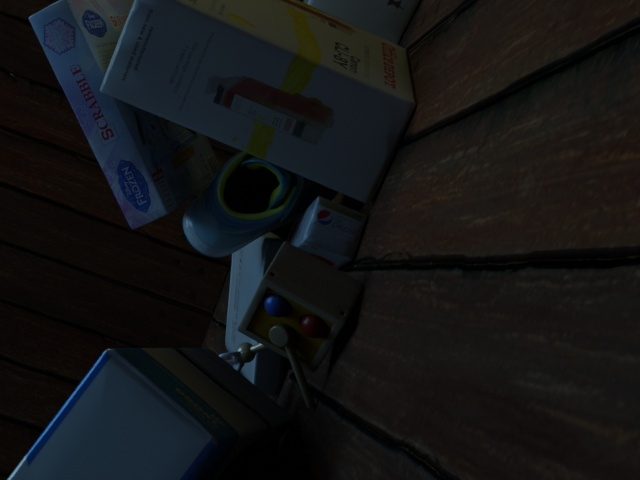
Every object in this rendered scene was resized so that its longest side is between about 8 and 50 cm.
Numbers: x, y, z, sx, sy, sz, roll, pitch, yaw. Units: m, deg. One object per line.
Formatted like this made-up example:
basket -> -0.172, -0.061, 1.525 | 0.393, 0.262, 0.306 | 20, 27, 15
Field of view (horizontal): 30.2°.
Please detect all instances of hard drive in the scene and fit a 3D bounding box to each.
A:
hard drive -> -0.105, 0.100, 1.934 | 0.353, 0.047, 0.233 | -153, 68, -77

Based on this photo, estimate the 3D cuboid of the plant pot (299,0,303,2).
plant pot -> -0.020, -0.391, 2.434 | 0.205, 0.205, 0.188 | -111, 27, -79

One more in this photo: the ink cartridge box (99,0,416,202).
ink cartridge box -> -0.074, -0.236, 1.629 | 0.279, 0.384, 0.160 | -86, 21, -65

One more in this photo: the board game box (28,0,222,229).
board game box -> -0.270, -0.200, 1.731 | 0.065, 0.318, 0.319 | -23, 7, 14

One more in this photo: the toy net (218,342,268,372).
toy net -> -0.087, 0.130, 1.688 | 0.232, 0.045, 0.122 | -40, 10, -8

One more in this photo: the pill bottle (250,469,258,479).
pill bottle -> -0.184, 0.360, 1.693 | 0.160, 0.160, 0.283 | -103, 34, -76

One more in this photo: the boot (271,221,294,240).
boot -> -0.052, -0.071, 2.137 | 0.220, 0.109, 0.284 | -123, 43, -79

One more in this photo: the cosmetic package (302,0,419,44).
cosmetic package -> 0.090, -0.501, 2.000 | 0.230, 0.161, 0.453 | 119, 168, -50

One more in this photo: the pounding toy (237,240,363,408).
pounding toy -> -0.026, 0.104, 1.435 | 0.100, 0.130, 0.141 | -60, -1, -45

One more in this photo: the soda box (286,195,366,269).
soda box -> 0.000, 0.000, 1.654 | 0.216, 0.073, 0.069 | 142, 148, -77

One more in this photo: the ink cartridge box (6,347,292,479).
ink cartridge box -> -0.210, 0.284, 1.408 | 0.285, 0.166, 0.395 | -53, -11, 3

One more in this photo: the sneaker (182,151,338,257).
sneaker -> -0.040, -0.097, 1.727 | 0.319, 0.127, 0.208 | -37, -1, -25
